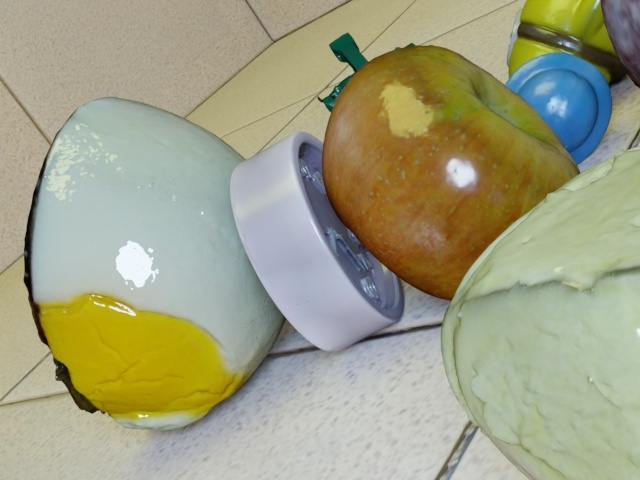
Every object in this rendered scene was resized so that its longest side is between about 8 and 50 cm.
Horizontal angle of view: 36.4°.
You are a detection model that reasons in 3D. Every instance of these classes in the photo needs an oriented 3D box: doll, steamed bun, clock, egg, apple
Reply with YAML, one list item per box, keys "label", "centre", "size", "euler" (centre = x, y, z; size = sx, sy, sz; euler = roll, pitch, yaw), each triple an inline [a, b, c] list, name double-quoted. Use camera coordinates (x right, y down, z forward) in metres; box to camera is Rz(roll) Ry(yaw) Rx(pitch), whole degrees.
- label: "doll"
  centre: [0.267, -0.187, 1.055]
  size: [0.199, 0.145, 0.363]
  euler: [104, -169, -49]
- label: "steamed bun"
  centre: [0.214, 0.040, 0.454]
  size: [0.273, 0.166, 0.232]
  euler: [-8, 18, 45]
- label: "clock"
  centre: [0.000, 0.000, 0.894]
  size: [0.068, 0.197, 0.197]
  euler: [-28, 18, 18]
- label: "egg"
  centre: [-0.123, 0.025, 0.961]
  size: [0.201, 0.337, 0.337]
  euler: [3, 30, 17]
- label: "apple"
  centre: [0.105, -0.049, 0.819]
  size: [0.173, 0.210, 0.235]
  euler: [-51, 35, 23]

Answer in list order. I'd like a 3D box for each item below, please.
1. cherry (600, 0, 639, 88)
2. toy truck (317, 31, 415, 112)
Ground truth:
- label: "cherry"
  centre: [0.335, -0.171, 0.693]
  size: [0.300, 0.230, 0.203]
  euler: [11, 60, 47]
- label: "toy truck"
  centre: [0.089, -0.147, 1.176]
  size: [0.176, 0.178, 0.363]
  euler: [-33, 20, 4]
